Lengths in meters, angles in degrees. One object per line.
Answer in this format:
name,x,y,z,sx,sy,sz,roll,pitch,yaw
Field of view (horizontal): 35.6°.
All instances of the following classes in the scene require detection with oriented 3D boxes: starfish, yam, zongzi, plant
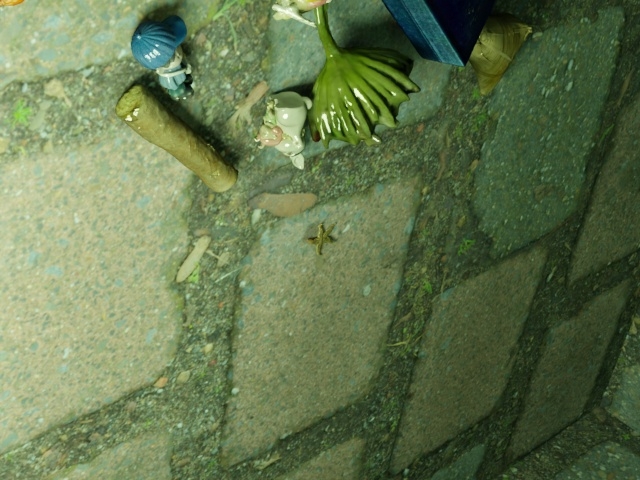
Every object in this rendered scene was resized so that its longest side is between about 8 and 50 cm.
starfish,0.000,0.000,2.109,0.086,0.016,0.092,-22,137,-35
yam,-0.230,-0.162,1.658,0.066,0.066,0.300,-53,145,-1
zongzi,0.340,-0.385,2.113,0.194,0.099,0.197,-11,134,-45
plant,0.019,-0.329,1.795,0.251,0.180,0.333,-51,118,-18

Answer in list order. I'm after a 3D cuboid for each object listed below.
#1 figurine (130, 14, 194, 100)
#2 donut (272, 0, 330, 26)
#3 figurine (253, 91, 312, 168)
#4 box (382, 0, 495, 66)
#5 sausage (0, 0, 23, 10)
figurine,-0.239,-0.283,1.545,0.087,0.086,0.149,-7,152,4
donut,-0.064,-0.498,1.333,0.307,0.371,0.150,-51,177,8
figurine,-0.071,-0.199,1.823,0.098,0.081,0.146,7,130,-3
box,0.231,-0.502,1.816,0.279,0.116,0.261,40,72,-56
sausage,-0.368,-0.425,1.247,0.093,0.093,0.312,5,116,-51
